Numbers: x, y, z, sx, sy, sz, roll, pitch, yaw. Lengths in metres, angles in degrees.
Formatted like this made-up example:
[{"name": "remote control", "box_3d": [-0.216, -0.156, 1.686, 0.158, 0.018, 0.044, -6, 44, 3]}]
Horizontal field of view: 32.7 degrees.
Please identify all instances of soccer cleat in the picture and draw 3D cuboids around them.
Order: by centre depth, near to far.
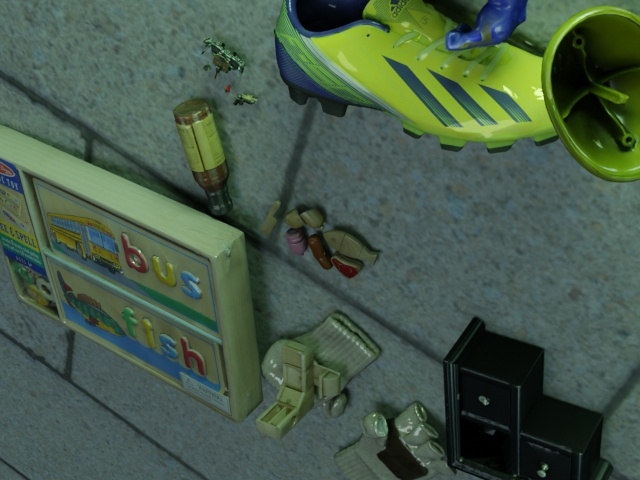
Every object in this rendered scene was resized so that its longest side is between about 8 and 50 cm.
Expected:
[{"name": "soccer cleat", "box_3d": [0.084, -0.152, 0.892, 0.289, 0.093, 0.121, 16, 126, 28]}]

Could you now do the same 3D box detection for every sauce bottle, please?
[{"name": "sauce bottle", "box_3d": [-0.121, -0.086, 1.154, 0.042, 0.042, 0.128, 12, 130, 32]}]

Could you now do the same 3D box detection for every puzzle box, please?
[{"name": "puzzle box", "box_3d": [-0.250, 0.036, 1.335, 0.408, 0.052, 0.272, 23, 136, 30]}]

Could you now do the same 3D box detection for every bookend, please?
[{"name": "bookend", "box_3d": [0.209, 0.177, 1.090, 0.157, 0.072, 0.156, 17, 133, 27]}]

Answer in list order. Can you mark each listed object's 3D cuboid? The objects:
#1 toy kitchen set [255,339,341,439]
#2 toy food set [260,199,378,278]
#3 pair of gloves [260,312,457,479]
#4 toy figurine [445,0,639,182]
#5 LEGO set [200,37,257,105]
[{"name": "toy kitchen set", "box_3d": [-0.025, 0.172, 1.223, 0.068, 0.075, 0.083, 16, 124, 28]}, {"name": "toy food set", "box_3d": [0.000, 0.000, 1.151, 0.122, 0.019, 0.078, 32, 140, 2]}, {"name": "pair of gloves", "box_3d": [0.034, 0.204, 1.283, 0.240, 0.042, 0.204, 50, 140, -7]}, {"name": "toy figurine", "box_3d": [0.133, -0.230, 0.789, 0.362, 0.191, 0.217, 52, 170, -22]}, {"name": "LEGO set", "box_3d": [-0.089, -0.170, 1.075, 0.054, 0.023, 0.083, 19, 148, 29]}]
